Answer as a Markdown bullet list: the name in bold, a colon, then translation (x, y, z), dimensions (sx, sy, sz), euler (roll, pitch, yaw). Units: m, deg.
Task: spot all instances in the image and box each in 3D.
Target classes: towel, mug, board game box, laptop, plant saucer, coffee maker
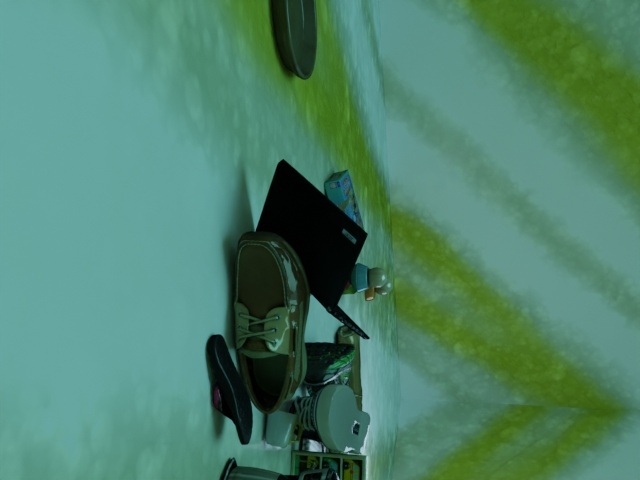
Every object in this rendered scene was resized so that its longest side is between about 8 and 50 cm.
- **towel**: translation (-0.025, 0.502, 1.587), dimensions (0.144, 0.029, 0.197), euler (71, 20, -57)
- **mug**: translation (-0.070, 0.360, 1.263), dimensions (0.062, 0.078, 0.064), euler (122, -18, -71)
- **board game box**: translation (0.073, -0.084, 1.897), dimensions (0.160, 0.047, 0.210), euler (-53, 129, -70)
- **laptop**: translation (0.009, 0.022, 1.168), dimensions (0.136, 0.234, 0.264), euler (-46, 146, 0)
- **plant saucer**: translation (-0.053, -0.483, 1.412), dimensions (0.278, 0.041, 0.277), euler (1, 90, -78)
- **coffee maker**: translation (-0.056, 0.426, 1.061), dimensions (0.171, 0.178, 0.120), euler (71, 23, -57)

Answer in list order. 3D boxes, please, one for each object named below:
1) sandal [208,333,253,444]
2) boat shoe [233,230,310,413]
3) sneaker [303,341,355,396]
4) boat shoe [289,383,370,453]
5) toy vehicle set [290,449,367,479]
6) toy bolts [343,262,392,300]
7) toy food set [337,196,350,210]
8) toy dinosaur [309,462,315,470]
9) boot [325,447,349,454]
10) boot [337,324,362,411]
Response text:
- **sandal**: translation (-0.144, 0.227, 1.008), dimensions (0.067, 0.040, 0.179), euler (-68, 141, -74)
- **boat shoe**: translation (-0.082, 0.145, 1.088), dimensions (0.120, 0.123, 0.323), euler (-64, 151, -58)
- **sneaker**: translation (0.021, 0.310, 1.537), dimensions (0.343, 0.134, 0.146), euler (38, 53, -76)
- **boat shoe**: translation (-0.006, 0.367, 1.369), dimensions (0.340, 0.158, 0.127), euler (63, 37, -59)
- **toy vehicle set**: translation (0.015, 0.595, 1.430), dimensions (0.035, 0.166, 0.266), euler (48, 43, -73)
- **toy bolts**: translation (0.130, 0.082, 1.992), dimensions (0.228, 0.159, 0.218), euler (-13, 103, -78)
- **toy food set**: translation (0.000, 0.000, 1.610), dimensions (0.128, 0.071, 0.217), euler (-32, -136, 60)
- **toy dinosaur**: translation (-0.078, 0.521, 1.150), dimensions (0.118, 0.064, 0.268), euler (-43, -165, 53)
- **boot**: translation (0.040, 0.592, 1.771), dimensions (0.213, 0.077, 0.165), euler (-73, 161, -69)
- **boot**: translation (0.081, 0.407, 1.963), dimensions (0.236, 0.089, 0.269), euler (-82, 170, -81)
